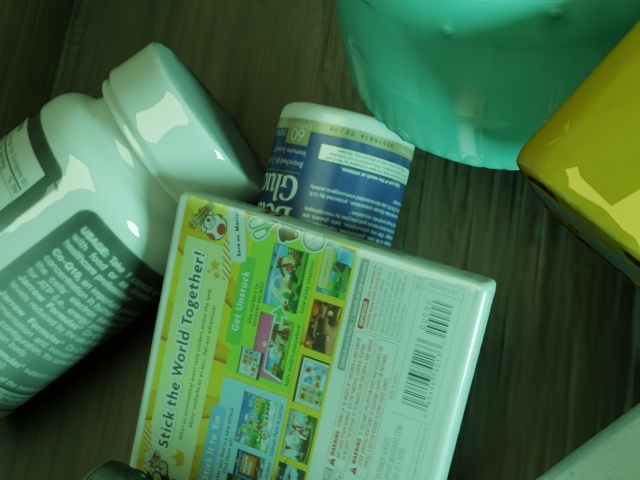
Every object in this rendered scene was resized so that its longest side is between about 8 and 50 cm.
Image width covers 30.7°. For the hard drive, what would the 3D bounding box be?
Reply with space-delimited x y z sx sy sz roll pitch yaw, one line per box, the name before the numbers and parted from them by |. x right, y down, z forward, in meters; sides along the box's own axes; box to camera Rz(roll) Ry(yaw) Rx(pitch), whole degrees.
hard drive | 0.184 0.159 0.684 0.135 0.022 0.094 -38 60 7

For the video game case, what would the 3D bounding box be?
video game case | -0.015 0.102 0.728 0.206 0.026 0.226 17 105 20

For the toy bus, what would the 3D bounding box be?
toy bus | 0.254 -0.115 0.576 0.332 0.130 0.108 -48 59 2

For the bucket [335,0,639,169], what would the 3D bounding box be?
bucket | 0.126 -0.189 0.704 0.281 0.183 0.281 -5 49 5

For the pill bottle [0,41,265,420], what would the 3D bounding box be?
pill bottle | -0.186 -0.002 0.835 0.283 0.161 0.161 -36 60 8

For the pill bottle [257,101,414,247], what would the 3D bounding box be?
pill bottle | 0.000 0.000 0.781 0.094 0.094 0.169 13 88 28

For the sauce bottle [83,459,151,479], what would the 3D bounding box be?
sauce bottle | 0.006 0.225 0.662 0.344 0.111 0.111 24 82 19
